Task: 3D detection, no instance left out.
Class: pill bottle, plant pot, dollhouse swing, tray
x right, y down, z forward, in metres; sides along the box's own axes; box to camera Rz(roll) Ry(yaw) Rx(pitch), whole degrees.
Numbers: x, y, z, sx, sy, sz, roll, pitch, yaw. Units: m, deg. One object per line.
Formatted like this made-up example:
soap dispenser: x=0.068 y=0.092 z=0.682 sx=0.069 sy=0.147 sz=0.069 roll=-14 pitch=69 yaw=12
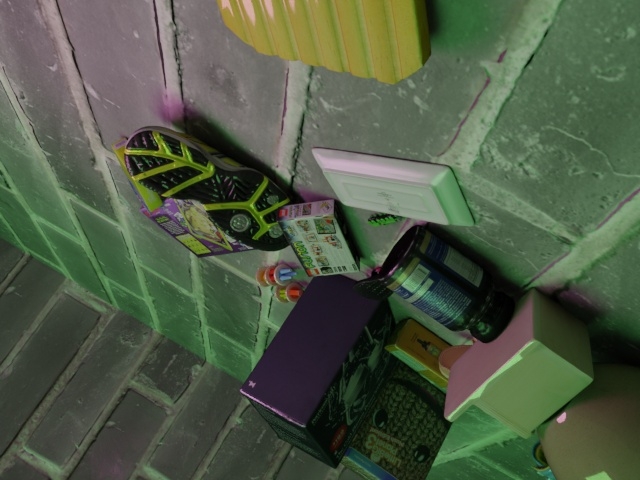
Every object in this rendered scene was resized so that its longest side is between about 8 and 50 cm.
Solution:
pill bottle: x=0.221 y=0.080 z=1.284 sx=0.219 sy=0.123 sz=0.123 roll=35 pitch=158 yaw=-6
plant pot: x=0.480 y=0.315 z=1.248 sx=0.191 sy=0.284 sz=0.284 roll=38 pitch=158 yaw=2
dollhouse swing: x=-0.078 y=-0.265 z=0.766 sx=0.346 sy=0.315 sz=0.305 roll=20 pitch=135 yaw=26
tray: x=0.110 y=-0.081 z=1.215 sx=0.270 sy=0.030 sz=0.145 roll=14 pitch=152 yaw=38

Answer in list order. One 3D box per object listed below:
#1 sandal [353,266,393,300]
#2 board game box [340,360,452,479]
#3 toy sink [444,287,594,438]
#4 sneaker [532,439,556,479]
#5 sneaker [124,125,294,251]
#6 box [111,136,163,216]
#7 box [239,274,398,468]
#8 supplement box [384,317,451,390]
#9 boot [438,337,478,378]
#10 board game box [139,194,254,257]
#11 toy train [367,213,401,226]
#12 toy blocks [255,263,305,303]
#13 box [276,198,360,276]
sandal: x=0.134 y=0.078 z=1.517 sx=0.067 sy=0.040 sz=0.179 roll=34 pitch=144 yaw=-19
board game box: x=0.194 y=0.505 z=1.983 sx=0.232 sy=0.291 sz=0.141 roll=37 pitch=157 yaw=-14
toy sink: x=0.337 y=0.228 z=1.263 sx=0.131 sy=0.153 sz=0.234 roll=35 pitch=121 yaw=-5
sneaker: x=0.607 y=0.574 z=1.817 sx=0.208 sy=0.127 sz=0.319 roll=23 pitch=147 yaw=16
sneaker: x=-0.196 y=-0.116 z=1.451 sx=0.384 sy=0.145 sz=0.147 roll=34 pitch=-165 yaw=-24
box: x=-0.417 y=-0.143 z=1.702 sx=0.109 sy=0.042 sz=0.178 roll=52 pitch=166 yaw=23
box: x=0.018 y=0.299 z=1.713 sx=0.179 sy=0.343 sz=0.312 roll=22 pitch=157 yaw=27
supplement box: x=0.265 y=0.274 z=1.694 sx=0.233 sy=0.078 sz=0.080 roll=36 pitch=161 yaw=-9
boot: x=0.323 y=0.213 z=1.454 sx=0.262 sy=0.095 sz=0.203 roll=4 pitch=146 yaw=40
board game box: x=-0.293 y=-0.045 z=1.797 sx=0.208 sy=0.056 sz=0.347 roll=38 pitch=157 yaw=-24
toy train: x=0.114 y=-0.037 z=1.320 sx=0.023 sy=0.017 sz=0.083 roll=31 pitch=160 yaw=-25
toy blocks: x=-0.079 y=0.107 z=1.822 sx=0.123 sy=0.054 sz=0.148 roll=42 pitch=155 yaw=-21
box: x=0.000 y=0.000 z=1.457 sx=0.114 sy=0.036 sz=0.207 roll=-6 pitch=145 yaw=14
